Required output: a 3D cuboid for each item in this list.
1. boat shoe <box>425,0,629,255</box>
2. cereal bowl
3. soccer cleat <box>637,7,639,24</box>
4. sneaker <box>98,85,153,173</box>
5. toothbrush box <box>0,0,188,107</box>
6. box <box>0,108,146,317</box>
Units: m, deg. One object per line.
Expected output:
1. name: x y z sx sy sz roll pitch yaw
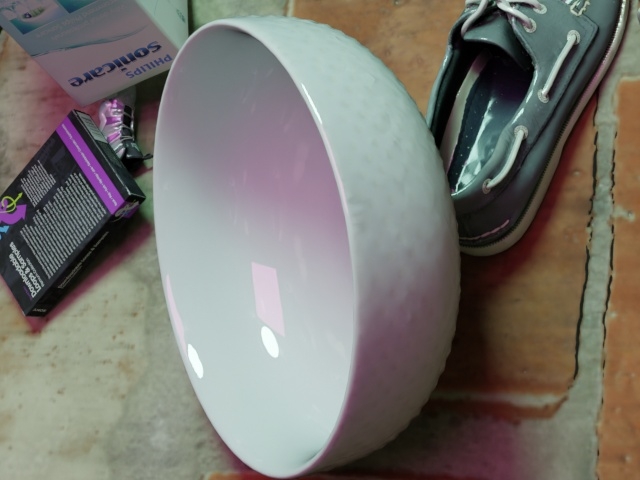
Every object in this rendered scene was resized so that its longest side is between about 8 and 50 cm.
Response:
1. boat shoe: 0.155 -0.148 1.027 0.116 0.099 0.319 14 78 32
2. cereal bowl: 0.000 0.000 0.973 0.339 0.141 0.338 25 119 59
3. soccer cleat: 0.316 -0.123 0.952 0.076 0.068 0.196 -46 63 -1
4. sneaker: -0.180 -0.096 1.233 0.069 0.038 0.098 24 93 32
5. toothbrush box: -0.243 -0.299 1.173 0.126 0.295 0.216 -21 51 19
6. box: -0.244 -0.024 1.221 0.162 0.029 0.116 -46 62 17
